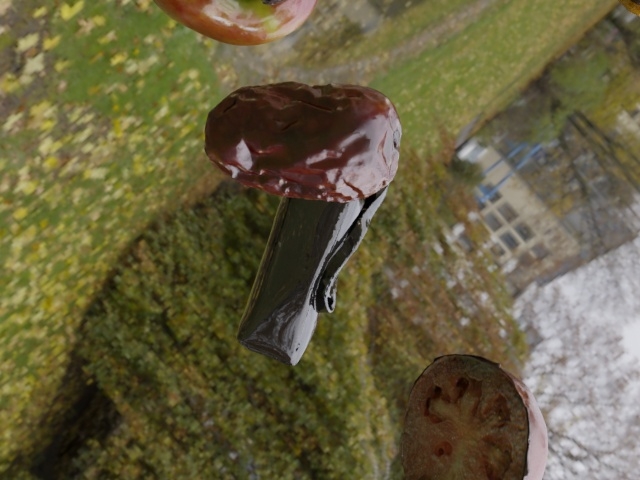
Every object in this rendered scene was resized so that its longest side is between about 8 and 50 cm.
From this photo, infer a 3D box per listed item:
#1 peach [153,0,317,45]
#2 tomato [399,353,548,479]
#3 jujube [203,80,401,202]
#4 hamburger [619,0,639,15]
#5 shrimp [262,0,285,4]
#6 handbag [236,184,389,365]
[{"bbox_3d":[-0.128,-0.405,1.245,0.245,0.249,0.275,-17,-140,7],"label":"peach"},{"bbox_3d":[0.197,0.247,1.105,0.085,0.225,0.225,10,146,-33],"label":"tomato"},{"bbox_3d":[-0.013,-0.064,0.579,0.129,0.077,0.077,3,-172,8],"label":"jujube"},{"bbox_3d":[0.397,-0.305,0.981,0.165,0.137,0.087,-11,139,-15],"label":"hamburger"},{"bbox_3d":[-0.004,-0.277,0.758,0.073,0.075,0.190,-1,-130,53],"label":"shrimp"},{"bbox_3d":[0.000,0.000,1.223,0.257,0.113,0.285,-56,167,-63],"label":"handbag"}]
